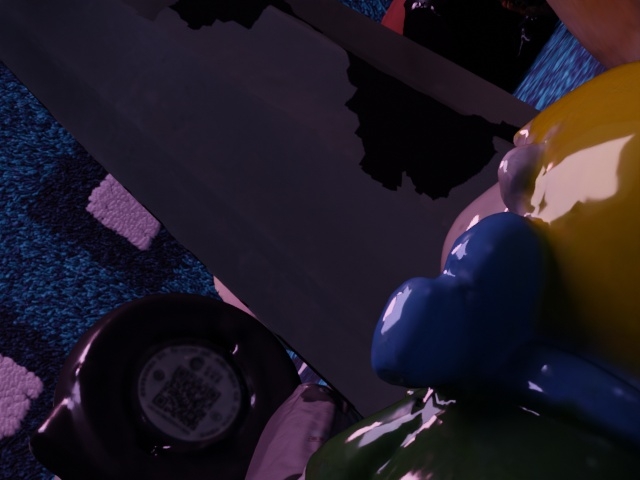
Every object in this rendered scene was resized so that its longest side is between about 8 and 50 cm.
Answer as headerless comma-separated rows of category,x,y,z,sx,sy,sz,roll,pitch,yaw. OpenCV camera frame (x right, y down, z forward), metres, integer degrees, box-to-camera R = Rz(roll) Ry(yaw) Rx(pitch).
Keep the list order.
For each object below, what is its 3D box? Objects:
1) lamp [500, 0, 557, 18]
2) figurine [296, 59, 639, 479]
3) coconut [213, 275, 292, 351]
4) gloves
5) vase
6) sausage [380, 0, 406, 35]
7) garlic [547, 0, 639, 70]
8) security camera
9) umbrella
lamp,0.196,-0.308,1.349,0.227,0.227,0.227,-54,4,5
figurine,0.074,0.043,0.421,0.185,0.127,0.234,112,-178,-72
coconut,0.000,0.000,1.241,0.183,0.171,0.171,-55,2,37
gloves,0.177,-0.238,1.511,0.203,0.164,0.124,-27,4,-40
vase,-0.033,-0.055,0.649,0.165,0.360,0.165,-54,4,5
sausage,0.159,-0.254,1.699,0.279,0.152,0.152,-54,3,46
garlic,0.174,-0.202,0.615,0.286,0.249,0.313,-70,-17,2
security camera,-0.130,0.181,1.219,0.191,0.197,0.277,-56,-4,-34
umbrella,-0.018,0.164,0.770,0.337,0.067,0.073,-70,6,-73
